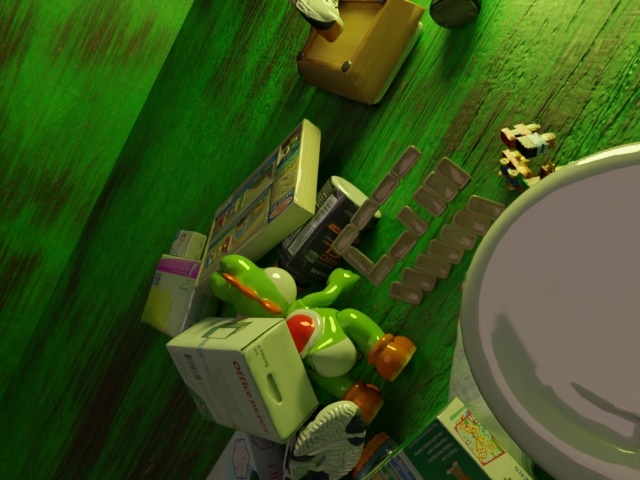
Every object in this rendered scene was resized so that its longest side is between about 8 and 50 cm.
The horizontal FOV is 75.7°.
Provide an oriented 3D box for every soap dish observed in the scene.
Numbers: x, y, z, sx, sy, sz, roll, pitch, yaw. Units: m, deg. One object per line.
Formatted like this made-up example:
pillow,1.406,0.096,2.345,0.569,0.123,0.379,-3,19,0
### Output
soap dish,0.078,-0.465,0.979,0.229,0.118,0.291,-59,41,9

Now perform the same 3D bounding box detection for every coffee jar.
coffee jar,0.283,-0.533,0.827,0.096,0.079,0.185,2,75,50

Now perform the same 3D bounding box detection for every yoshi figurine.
yoshi figurine,-0.025,0.145,0.736,0.362,0.203,0.203,33,139,13

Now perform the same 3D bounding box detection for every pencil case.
pencil case,0.236,0.171,0.537,0.124,0.113,0.273,-7,68,61

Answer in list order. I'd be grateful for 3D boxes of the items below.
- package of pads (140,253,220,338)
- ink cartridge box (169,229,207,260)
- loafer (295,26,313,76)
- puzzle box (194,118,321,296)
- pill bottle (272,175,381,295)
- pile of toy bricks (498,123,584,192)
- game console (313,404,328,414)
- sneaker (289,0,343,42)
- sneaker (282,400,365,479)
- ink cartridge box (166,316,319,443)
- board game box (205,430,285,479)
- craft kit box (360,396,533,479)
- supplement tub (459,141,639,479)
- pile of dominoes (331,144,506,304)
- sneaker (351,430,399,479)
package of pads,-0.407,0.167,1.210,0.296,0.101,0.229,2,74,47
ink cartridge box,-0.430,0.015,1.337,0.122,0.052,0.089,6,77,46
loafer,-0.002,-0.573,1.130,0.251,0.087,0.094,-58,43,10
puzzle box,-0.152,-0.065,0.960,0.409,0.052,0.272,-36,37,37
pill bottle,0.000,0.000,0.845,0.246,0.130,0.130,-51,44,18
pile of toy bricks,0.338,-0.085,0.570,0.105,0.118,0.212,-16,46,4
game console,-0.035,0.272,0.749,0.085,0.144,0.124,-48,45,18
sneaker,0.004,-0.554,0.938,0.121,0.099,0.262,-42,47,19
sneaker,-0.002,0.311,0.656,0.153,0.094,0.235,-90,15,-69
ink cartridge box,-0.125,0.207,0.642,0.212,0.093,0.154,-10,106,45
board game box,-0.127,0.546,0.729,0.319,0.065,0.318,-61,39,26
craft kit box,0.165,0.350,0.467,0.246,0.061,0.250,44,127,23
supplement tub,0.298,0.088,0.349,0.241,0.331,0.241,-21,59,38
pile of dominoes,0.166,-0.022,0.724,0.196,0.040,0.251,43,107,16
sneaker,0.068,0.404,0.610,0.087,0.083,0.221,22,74,32
